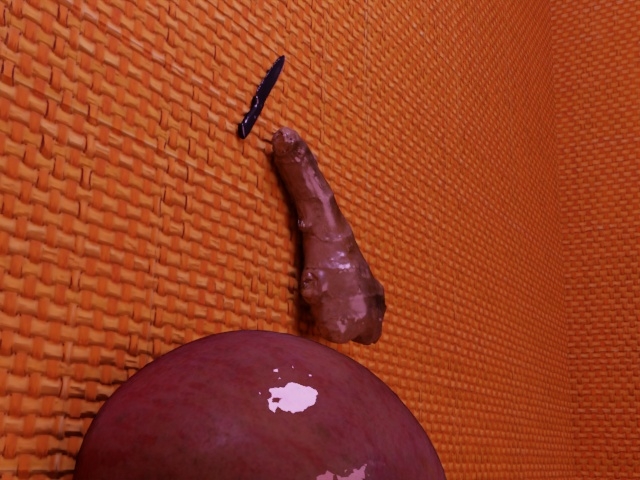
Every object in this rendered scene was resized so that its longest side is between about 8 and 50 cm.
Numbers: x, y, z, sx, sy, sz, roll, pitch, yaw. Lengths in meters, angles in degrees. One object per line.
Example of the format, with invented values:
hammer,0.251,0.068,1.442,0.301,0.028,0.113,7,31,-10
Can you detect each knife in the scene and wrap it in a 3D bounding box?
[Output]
knife,-0.070,-0.181,0.988,0.170,0.010,0.023,-69,145,-42

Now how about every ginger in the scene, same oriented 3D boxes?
ginger,0.000,0.000,1.007,0.131,0.086,0.294,-33,104,-48

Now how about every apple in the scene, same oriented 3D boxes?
apple,-0.034,0.242,0.698,0.345,0.270,0.344,16,71,-58
